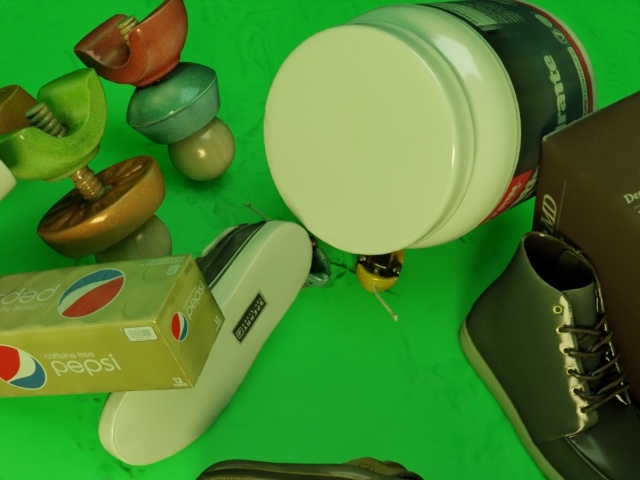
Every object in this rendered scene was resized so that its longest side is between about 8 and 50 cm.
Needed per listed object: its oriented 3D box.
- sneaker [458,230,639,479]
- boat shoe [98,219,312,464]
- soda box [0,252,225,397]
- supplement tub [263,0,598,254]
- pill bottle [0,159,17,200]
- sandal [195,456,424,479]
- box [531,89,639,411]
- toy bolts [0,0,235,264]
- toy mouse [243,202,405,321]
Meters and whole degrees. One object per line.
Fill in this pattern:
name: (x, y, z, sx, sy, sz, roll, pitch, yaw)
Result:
sneaker: (0.194, 0.102, 0.639, 0.083, 0.118, 0.222, -19, 54, -33)
boat shoe: (-0.088, 0.066, 0.626, 0.070, 0.078, 0.219, 6, 42, 37)
soda box: (-0.158, 0.056, 0.552, 0.181, 0.058, 0.061, -6, 37, 22)
supplement tub: (0.101, -0.102, 0.729, 0.191, 0.191, 0.272, 39, 34, 21)
pill bottle: (-0.288, 0.013, 0.517, 0.117, 0.117, 0.215, 36, 73, 18)
sandal: (0.027, 0.176, 0.553, 0.219, 0.090, 0.060, 9, 21, 1)
box: (0.314, 0.076, 0.621, 0.143, 0.191, 0.381, -24, 51, -11)
toy bolts: (-0.178, -0.073, 0.723, 0.218, 0.158, 0.228, -2, 39, 42)
toy mouse: (0.000, 0.000, 0.743, 0.143, 0.031, 0.161, 16, 43, -3)
